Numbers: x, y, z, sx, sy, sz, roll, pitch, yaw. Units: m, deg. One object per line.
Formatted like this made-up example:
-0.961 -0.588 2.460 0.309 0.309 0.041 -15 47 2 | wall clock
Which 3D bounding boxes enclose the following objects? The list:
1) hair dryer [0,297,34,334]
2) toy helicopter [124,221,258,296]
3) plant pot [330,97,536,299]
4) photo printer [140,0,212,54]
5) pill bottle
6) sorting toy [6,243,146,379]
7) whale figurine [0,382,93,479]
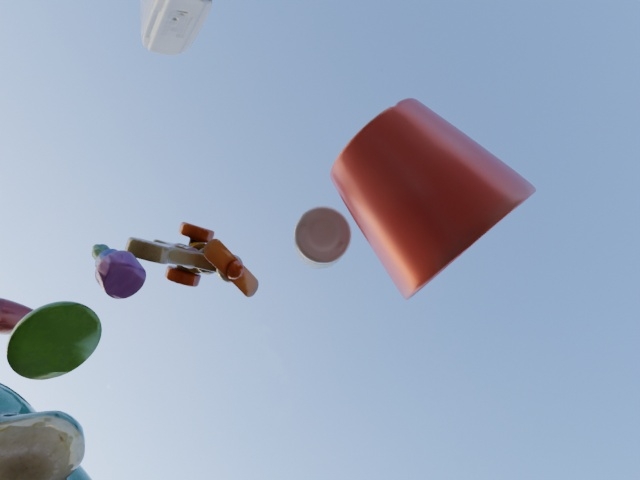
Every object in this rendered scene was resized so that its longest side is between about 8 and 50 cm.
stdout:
-0.741 0.122 1.192 0.293 0.223 0.080 41 -80 -18 | hair dryer
-0.271 0.042 1.117 0.235 0.355 0.140 18 -91 17 | toy helicopter
0.164 -0.079 0.867 0.275 0.275 0.243 -43 -101 17 | plant pot
-0.286 -0.556 1.026 0.107 0.256 0.308 -1 -96 -27 | photo printer
0.000 0.000 1.149 0.119 0.208 0.119 0 -97 -3 | pill bottle
-0.426 0.136 0.778 0.365 0.126 0.127 -47 -38 -12 | sorting toy
-0.198 0.189 0.342 0.272 0.141 0.216 26 -79 -10 | whale figurine
